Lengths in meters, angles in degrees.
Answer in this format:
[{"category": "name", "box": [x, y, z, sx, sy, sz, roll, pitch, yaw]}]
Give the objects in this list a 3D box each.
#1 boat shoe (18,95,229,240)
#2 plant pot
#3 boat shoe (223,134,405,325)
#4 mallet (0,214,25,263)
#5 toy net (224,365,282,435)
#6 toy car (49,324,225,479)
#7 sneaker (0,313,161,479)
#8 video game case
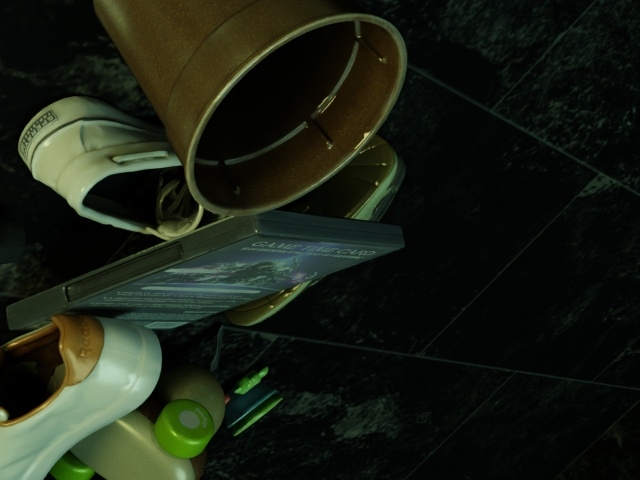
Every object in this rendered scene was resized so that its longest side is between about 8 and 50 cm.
[{"category": "boat shoe", "box": [-0.112, -0.042, 1.014, 0.096, 0.088, 0.267, -46, 152, 14]}, {"category": "plant pot", "box": [-0.057, -0.131, 0.860, 0.167, 0.165, 0.167, -29, 151, -18]}, {"category": "boat shoe", "box": [0.000, -0.001, 1.223, 0.223, 0.080, 0.073, -49, 146, 10]}, {"category": "mallet", "box": [-0.302, 0.046, 0.983, 0.190, 0.039, 0.062, -43, 153, 17]}, {"category": "toy net", "box": [-0.142, 0.220, 1.388, 0.232, 0.045, 0.122, -36, 175, -12]}, {"category": "toy car", "box": [-0.153, 0.157, 1.274, 0.155, 0.149, 0.188, -57, 177, 38]}, {"category": "sneaker", "box": [-0.273, 0.146, 1.093, 0.290, 0.106, 0.123, -40, 141, 22]}, {"category": "video game case", "box": [-0.095, 0.030, 1.077, 0.274, 0.026, 0.196, -21, 165, 33]}]
